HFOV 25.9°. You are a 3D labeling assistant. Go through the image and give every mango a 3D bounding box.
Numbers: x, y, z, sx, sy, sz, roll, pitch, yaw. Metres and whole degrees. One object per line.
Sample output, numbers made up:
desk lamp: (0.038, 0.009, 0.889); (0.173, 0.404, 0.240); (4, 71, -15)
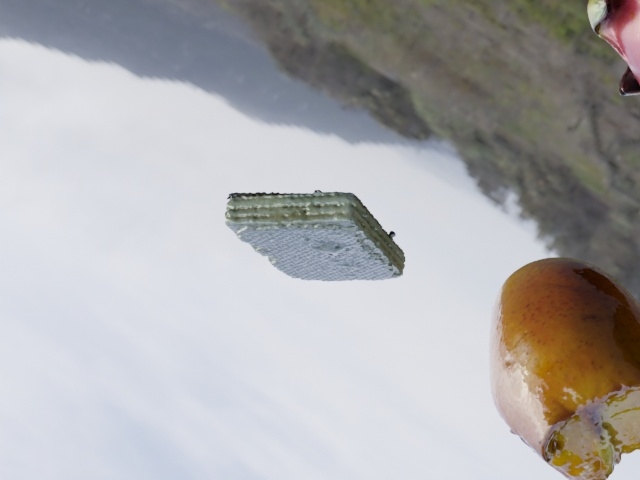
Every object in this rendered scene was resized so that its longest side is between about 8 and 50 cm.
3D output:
mango: (0.263, 0.121, 1.419); (0.201, 0.199, 0.350); (14, -161, -5)

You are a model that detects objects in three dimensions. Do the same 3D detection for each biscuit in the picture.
biscuit: (0.000, 0.000, 1.258); (0.121, 0.040, 0.199); (-2, 164, 17)

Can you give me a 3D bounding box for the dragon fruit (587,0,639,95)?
dragon fruit: (0.479, -0.265, 1.738); (0.305, 0.305, 0.226); (35, -135, 30)
